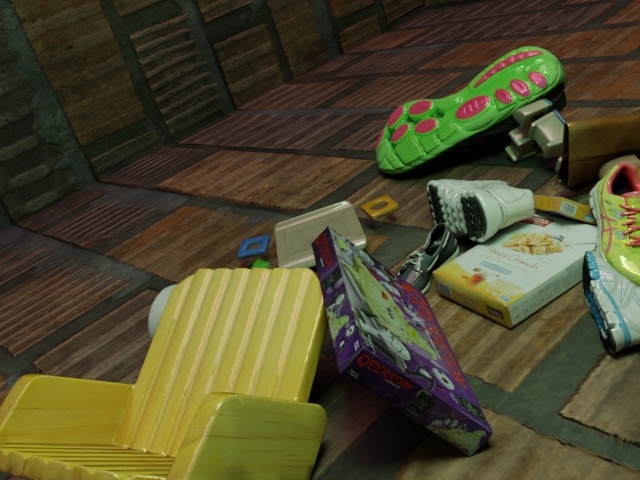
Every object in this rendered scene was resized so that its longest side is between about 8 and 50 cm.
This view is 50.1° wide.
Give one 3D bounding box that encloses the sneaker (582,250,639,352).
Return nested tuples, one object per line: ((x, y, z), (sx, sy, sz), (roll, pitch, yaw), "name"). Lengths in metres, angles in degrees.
((0.410, 0.079, 0.933), (0.082, 0.071, 0.191), (-8, 34, 10), "sneaker")

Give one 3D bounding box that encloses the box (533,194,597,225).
((0.410, -0.052, 1.160), (0.081, 0.028, 0.136), (18, 2, -8), "box")

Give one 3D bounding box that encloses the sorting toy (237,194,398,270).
((0.000, 0.000, 1.413), (0.347, 0.047, 0.196), (-19, 29, 2), "sorting toy")

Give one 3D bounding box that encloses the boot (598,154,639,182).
((0.611, -0.105, 1.102), (0.283, 0.109, 0.220), (-16, 26, 10), "boot")

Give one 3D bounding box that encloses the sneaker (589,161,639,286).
((0.452, -0.027, 1.006), (0.081, 0.094, 0.209), (-1, 55, -4), "sneaker")

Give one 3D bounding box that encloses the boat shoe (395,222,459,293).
((0.165, 0.040, 1.180), (0.075, 0.065, 0.206), (8, 36, 45), "boat shoe")

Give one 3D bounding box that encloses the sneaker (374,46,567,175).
((0.338, -0.254, 1.577), (0.482, 0.202, 0.185), (-20, 56, 33), "sneaker")

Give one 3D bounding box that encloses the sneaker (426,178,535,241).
((0.281, -0.064, 1.246), (0.118, 0.110, 0.292), (-17, 14, -11), "sneaker")

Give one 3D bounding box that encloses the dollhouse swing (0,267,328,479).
((-0.191, 0.153, 0.884), (0.346, 0.315, 0.305), (-2, 74, 33), "dollhouse swing")

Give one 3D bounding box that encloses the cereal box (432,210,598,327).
((0.324, 0.036, 1.091), (0.240, 0.047, 0.173), (-29, 27, -21), "cereal box")

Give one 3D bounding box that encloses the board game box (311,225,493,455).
((0.094, 0.115, 0.923), (0.056, 0.208, 0.347), (-46, 21, 13), "board game box")

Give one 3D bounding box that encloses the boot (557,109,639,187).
((0.556, -0.229, 1.197), (0.280, 0.264, 0.096), (-11, 49, -3), "boot")

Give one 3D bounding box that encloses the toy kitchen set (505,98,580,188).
((0.495, -0.182, 1.411), (0.122, 0.166, 0.207), (-23, 61, -7), "toy kitchen set")

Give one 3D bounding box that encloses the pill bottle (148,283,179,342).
((-0.161, 0.139, 1.133), (0.229, 0.131, 0.131), (-1, 30, 34), "pill bottle")
